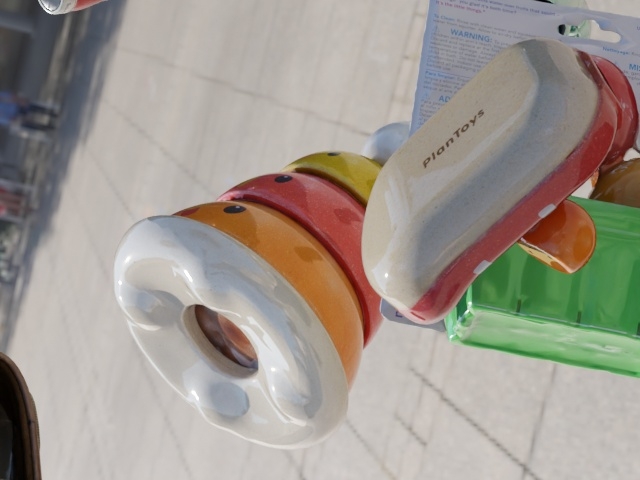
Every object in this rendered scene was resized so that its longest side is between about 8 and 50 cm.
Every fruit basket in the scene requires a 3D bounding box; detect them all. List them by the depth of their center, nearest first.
[{"bbox_3d":[0.235,-0.057,1.227,0.165,0.327,0.353,103,177,-60],"label":"fruit basket"}]

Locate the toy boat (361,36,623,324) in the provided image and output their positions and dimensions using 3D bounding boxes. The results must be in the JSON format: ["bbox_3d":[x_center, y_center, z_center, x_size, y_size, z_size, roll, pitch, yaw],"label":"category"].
[{"bbox_3d":[0.141,-0.025,0.991,0.231,0.151,0.151,-43,25,21],"label":"toy boat"}]

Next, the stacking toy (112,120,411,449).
[{"bbox_3d":[0.000,0.000,1.737,0.480,0.350,0.350,-46,-5,-35],"label":"stacking toy"}]

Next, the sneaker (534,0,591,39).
[{"bbox_3d":[0.290,-0.272,1.734,0.256,0.094,0.151,66,-146,-55],"label":"sneaker"}]

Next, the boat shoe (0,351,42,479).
[{"bbox_3d":[-0.250,0.212,0.939,0.116,0.123,0.324,-51,39,34],"label":"boat shoe"}]

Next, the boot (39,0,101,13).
[{"bbox_3d":[-0.358,-0.447,1.934,0.088,0.176,0.244,-29,85,47],"label":"boot"}]
